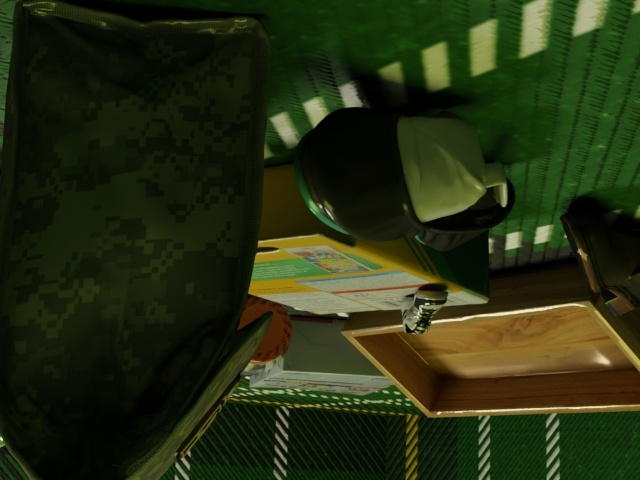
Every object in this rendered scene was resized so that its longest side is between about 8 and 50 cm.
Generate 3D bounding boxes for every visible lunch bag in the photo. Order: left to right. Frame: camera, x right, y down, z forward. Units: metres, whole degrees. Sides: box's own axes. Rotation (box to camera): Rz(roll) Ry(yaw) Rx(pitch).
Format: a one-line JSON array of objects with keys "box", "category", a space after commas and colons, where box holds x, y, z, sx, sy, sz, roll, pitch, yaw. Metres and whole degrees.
[{"box": [-0.117, 0.029, 0.676, 0.169, 0.286, 0.235, 4, 166, -7], "category": "lunch bag"}]

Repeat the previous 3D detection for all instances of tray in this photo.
[{"box": [0.237, 0.134, 1.371, 0.411, 0.076, 0.203, -14, 128, 48], "category": "tray"}]

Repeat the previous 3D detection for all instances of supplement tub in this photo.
[{"box": [-0.114, 0.137, 1.529, 0.117, 0.117, 0.190, 7, 167, -20], "category": "supplement tub"}]

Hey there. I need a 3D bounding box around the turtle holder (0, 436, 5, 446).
[{"box": [-0.295, 0.128, 1.259, 0.228, 0.243, 0.320, -13, 160, -9], "category": "turtle holder"}]

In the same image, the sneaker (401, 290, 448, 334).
[{"box": [0.098, 0.068, 1.002, 0.032, 0.036, 0.083, 5, 165, -10], "category": "sneaker"}]

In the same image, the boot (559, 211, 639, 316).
[{"box": [0.302, 0.004, 1.031, 0.106, 0.082, 0.219, -26, 154, 17], "category": "boot"}]

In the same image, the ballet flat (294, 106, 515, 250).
[{"box": [0.078, -0.048, 0.770, 0.096, 0.095, 0.280, -14, 172, 22], "category": "ballet flat"}]

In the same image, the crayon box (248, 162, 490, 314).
[{"box": [0.000, 0.000, 0.984, 0.203, 0.083, 0.323, -6, 166, 31], "category": "crayon box"}]

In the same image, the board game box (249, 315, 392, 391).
[{"box": [0.014, 0.203, 1.851, 0.224, 0.097, 0.303, 6, 165, -13], "category": "board game box"}]
